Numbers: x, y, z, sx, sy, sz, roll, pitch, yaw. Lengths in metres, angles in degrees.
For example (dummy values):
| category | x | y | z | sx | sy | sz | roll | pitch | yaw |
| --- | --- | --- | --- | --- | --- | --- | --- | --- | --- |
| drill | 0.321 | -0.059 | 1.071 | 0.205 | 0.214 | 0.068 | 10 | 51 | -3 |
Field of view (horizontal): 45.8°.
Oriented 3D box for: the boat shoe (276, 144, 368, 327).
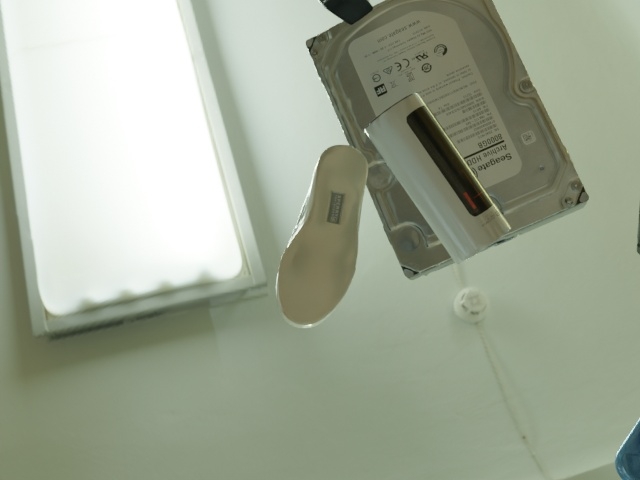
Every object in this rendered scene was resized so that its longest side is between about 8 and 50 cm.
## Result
| category | x | y | z | sx | sy | sz | roll | pitch | yaw |
| --- | --- | --- | --- | --- | --- | --- | --- | --- | --- |
| boat shoe | 0.000 | 0.000 | 0.691 | 0.066 | 0.063 | 0.184 | 9 | -118 | -2 |

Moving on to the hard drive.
| category | x | y | z | sx | sy | sz | roll | pitch | yaw |
| --- | --- | --- | --- | --- | --- | --- | --- | --- | --- |
| hard drive | 0.149 | -0.149 | 0.941 | 0.237 | 0.064 | 0.339 | -23 | -101 | 10 |

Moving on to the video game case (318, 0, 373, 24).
| category | x | y | z | sx | sy | sz | roll | pitch | yaw |
| --- | --- | --- | --- | --- | --- | --- | --- | --- | --- |
| video game case | -0.039 | -0.317 | 0.687 | 0.035 | 0.275 | 0.248 | -32 | -83 | 13 |

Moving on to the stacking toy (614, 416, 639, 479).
| category | x | y | z | sx | sy | sz | roll | pitch | yaw |
| --- | --- | --- | --- | --- | --- | --- | --- | --- | --- |
| stacking toy | 0.386 | 0.147 | 0.673 | 0.166 | 0.302 | 0.175 | 31 | -111 | 30 |

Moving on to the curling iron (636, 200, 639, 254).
| category | x | y | z | sx | sy | sz | roll | pitch | yaw |
| --- | --- | --- | --- | --- | --- | --- | --- | --- | --- |
| curling iron | 0.192 | -0.060 | 0.399 | 0.035 | 0.274 | 0.068 | -9 | -121 | 5 |

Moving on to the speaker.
| category | x | y | z | sx | sy | sz | roll | pitch | yaw |
| --- | --- | --- | --- | --- | --- | --- | --- | --- | --- |
| speaker | 0.095 | -0.049 | 0.616 | 0.055 | 0.055 | 0.136 | -33 | -93 | -19 |
